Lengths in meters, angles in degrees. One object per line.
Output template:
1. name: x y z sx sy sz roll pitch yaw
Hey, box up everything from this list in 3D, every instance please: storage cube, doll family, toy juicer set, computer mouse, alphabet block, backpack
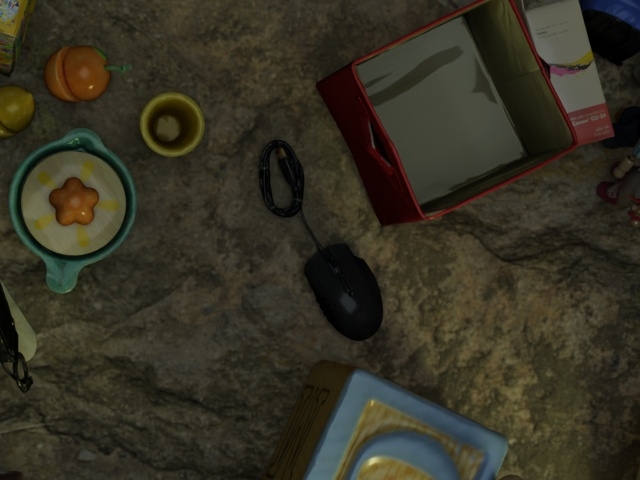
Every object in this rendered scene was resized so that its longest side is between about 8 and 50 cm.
1. storage cube: 0.132 -0.136 1.872 0.215 0.193 0.184 -27 94 -12
2. doll family: 0.380 -0.148 1.931 0.118 0.163 0.263 37 82 -14
3. toy juicer set: -0.291 -0.061 1.837 0.209 0.089 0.329 38 82 -8
4. computer mouse: 0.000 0.000 1.919 0.071 0.041 0.242 -30 94 -10
5. alphabet block: 0.058 0.250 1.846 0.192 0.197 0.193 27 84 -10
6. backpack: 0.330 -0.263 1.952 0.098 0.120 0.101 24 84 -9

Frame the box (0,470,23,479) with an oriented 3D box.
1. box: -0.371 0.345 1.756 0.167 0.168 0.203 -6 79 -10

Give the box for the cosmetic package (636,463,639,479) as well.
1. cosmetic package: 0.450 0.225 1.853 0.155 0.197 0.365 27 53 -9

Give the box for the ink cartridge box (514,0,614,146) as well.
1. ink cartridge box: 0.254 -0.198 1.937 0.067 0.115 0.198 -16 92 -10

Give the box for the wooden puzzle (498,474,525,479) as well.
1. wooden puzzle: 0.264 0.449 1.757 0.080 0.322 0.348 -26 134 -4

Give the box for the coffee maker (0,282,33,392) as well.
1. coffee maker: -0.407 0.101 1.780 0.178 0.120 0.171 -16 95 1

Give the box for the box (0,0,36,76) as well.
1. box: -0.344 -0.335 1.731 0.177 0.290 0.279 18 85 -10
